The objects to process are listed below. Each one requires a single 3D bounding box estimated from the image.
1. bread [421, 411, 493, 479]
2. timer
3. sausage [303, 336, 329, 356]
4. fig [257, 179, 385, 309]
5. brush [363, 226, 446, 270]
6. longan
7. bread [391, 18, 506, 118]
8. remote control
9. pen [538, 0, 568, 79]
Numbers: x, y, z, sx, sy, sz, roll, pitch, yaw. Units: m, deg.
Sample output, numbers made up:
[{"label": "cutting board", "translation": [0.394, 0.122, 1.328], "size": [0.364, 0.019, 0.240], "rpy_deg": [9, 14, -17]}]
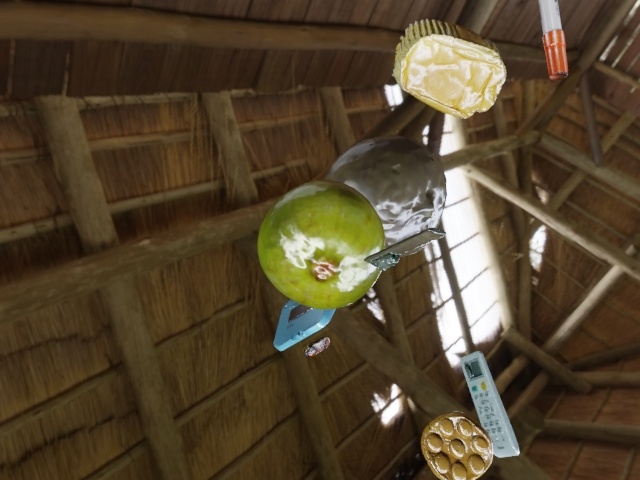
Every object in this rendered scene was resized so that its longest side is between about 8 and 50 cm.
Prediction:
[{"label": "bread", "translation": [0.210, 0.320, 0.827], "size": [0.110, 0.110, 0.024], "rpy_deg": [32, -179, 8]}, {"label": "timer", "translation": [-0.043, 0.273, 1.878], "size": [0.091, 0.232, 0.250], "rpy_deg": [49, -153, -18]}, {"label": "sausage", "translation": [-0.006, 0.212, 1.076], "size": [0.025, 0.028, 0.198], "rpy_deg": [8, 177, 11]}, {"label": "fig", "translation": [0.000, 0.000, 1.114], "size": [0.258, 0.258, 0.326], "rpy_deg": [20, -171, -10]}, {"label": "brush", "translation": [0.127, 0.019, 0.847], "size": [0.034, 0.190, 0.027], "rpy_deg": [14, -112, -23]}, {"label": "longan", "translation": [0.195, -0.127, 1.641], "size": [0.391, 0.391, 0.391], "rpy_deg": [18, -146, -13]}, {"label": "bread", "translation": [0.287, -0.388, 1.204], "size": [0.250, 0.179, 0.133], "rpy_deg": [13, -135, -11]}, {"label": "remote control", "translation": [0.488, 0.469, 1.546], "size": [0.051, 0.103, 0.293], "rpy_deg": [-8, -111, -25]}, {"label": "pen", "translation": [0.321, -0.341, 0.759], "size": [0.028, 0.028, 0.239], "rpy_deg": [3, -103, -32]}]
